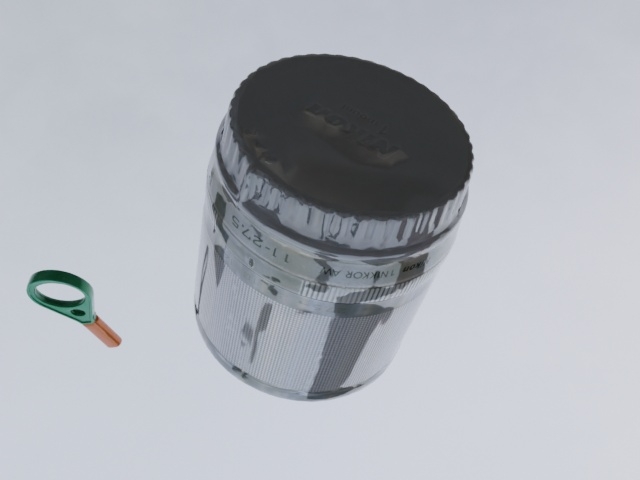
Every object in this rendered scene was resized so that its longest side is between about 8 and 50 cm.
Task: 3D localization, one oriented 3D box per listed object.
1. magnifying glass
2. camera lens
[{"bbox_3d":[-0.377,0.112,1.066,0.092,0.231,0.026,-7,-126,9],"label":"magnifying glass"},{"bbox_3d":[0.000,0.000,0.623,0.219,0.274,0.219,8,-133,-8],"label":"camera lens"}]
